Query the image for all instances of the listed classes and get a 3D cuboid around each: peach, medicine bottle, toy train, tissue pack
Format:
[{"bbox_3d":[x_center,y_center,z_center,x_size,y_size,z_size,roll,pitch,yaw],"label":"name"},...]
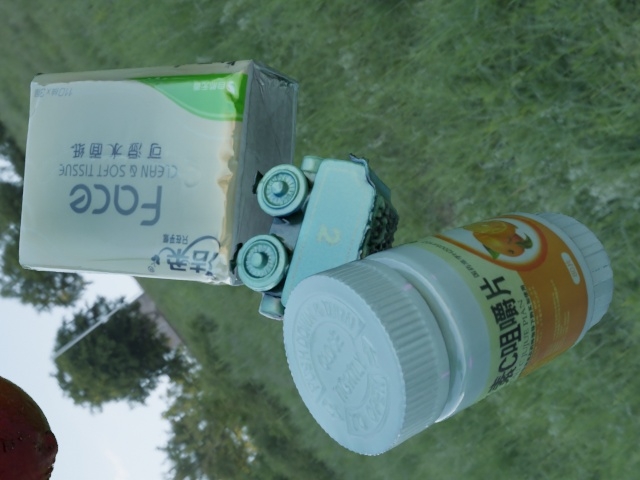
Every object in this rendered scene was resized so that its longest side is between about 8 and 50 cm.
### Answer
[{"bbox_3d":[-0.703,0.425,1.265,0.370,0.370,0.370,52,180,0],"label":"peach"},{"bbox_3d":[0.136,0.068,0.619,0.158,0.318,0.158,22,119,46],"label":"medicine bottle"},{"bbox_3d":[0.000,0.000,0.760,0.163,0.203,0.112,11,172,27],"label":"toy train"},{"bbox_3d":[-0.256,-0.104,1.033,0.205,0.404,0.332,6,-93,-67],"label":"tissue pack"}]
